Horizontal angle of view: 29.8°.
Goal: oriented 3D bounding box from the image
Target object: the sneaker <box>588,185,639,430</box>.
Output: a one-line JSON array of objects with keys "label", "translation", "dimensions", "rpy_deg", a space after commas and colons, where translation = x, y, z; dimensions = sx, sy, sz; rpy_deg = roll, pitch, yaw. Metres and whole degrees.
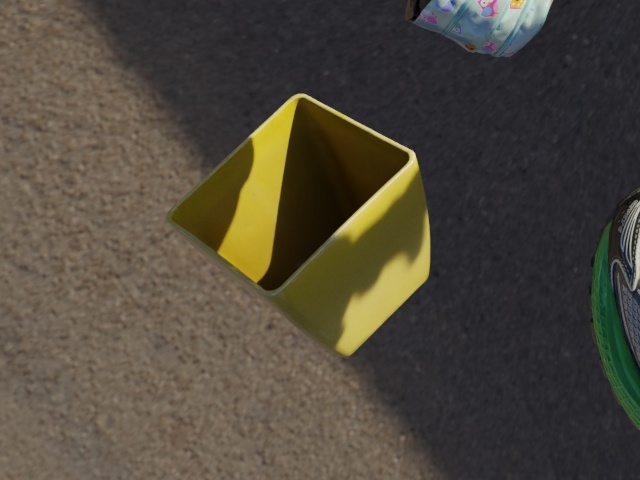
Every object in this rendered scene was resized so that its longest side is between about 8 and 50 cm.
[{"label": "sneaker", "translation": [0.283, 0.110, 0.740], "dimensions": [0.134, 0.146, 0.343], "rpy_deg": [-21, 73, -11]}]

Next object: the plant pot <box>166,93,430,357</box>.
[{"label": "plant pot", "translation": [0.000, 0.000, 1.325], "dimensions": [0.212, 0.187, 0.212], "rpy_deg": [-45, 44, -12]}]

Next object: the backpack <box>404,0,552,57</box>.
[{"label": "backpack", "translation": [0.140, -0.239, 0.954], "dimensions": [0.115, 0.152, 0.182], "rpy_deg": [23, 73, -1]}]
